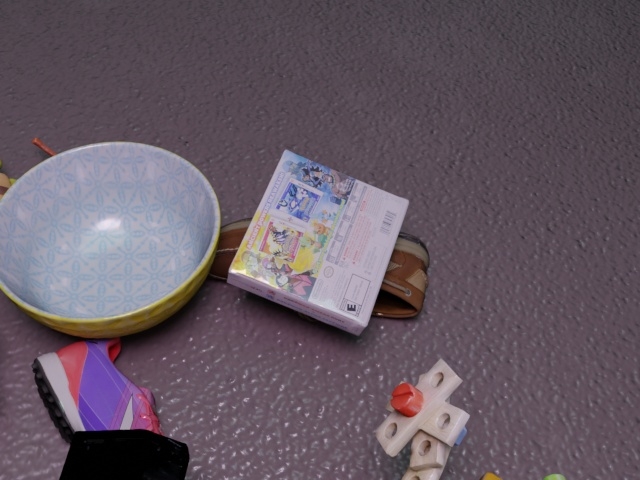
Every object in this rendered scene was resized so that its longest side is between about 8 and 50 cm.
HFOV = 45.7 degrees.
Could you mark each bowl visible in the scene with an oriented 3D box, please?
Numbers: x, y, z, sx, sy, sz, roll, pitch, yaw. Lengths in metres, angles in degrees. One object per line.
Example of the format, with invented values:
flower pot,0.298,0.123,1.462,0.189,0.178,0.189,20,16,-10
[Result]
bowl,-0.274,0.023,1.012,0.290,0.156,0.289,2,53,-3

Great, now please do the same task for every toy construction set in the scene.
toy construction set,0.165,0.280,0.764,0.328,0.215,0.151,43,22,-14

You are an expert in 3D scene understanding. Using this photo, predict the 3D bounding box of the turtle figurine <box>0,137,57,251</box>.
turtle figurine,-0.477,-0.053,1.079,0.270,0.087,0.217,8,50,-44

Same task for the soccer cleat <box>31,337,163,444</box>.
soccer cleat,-0.225,0.241,0.892,0.117,0.108,0.318,-24,57,-29

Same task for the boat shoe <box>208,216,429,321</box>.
boat shoe,-0.002,0.046,1.063,0.324,0.122,0.119,4,55,-4

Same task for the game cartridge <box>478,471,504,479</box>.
game cartridge,0.243,0.462,0.825,0.285,0.052,0.323,28,57,13

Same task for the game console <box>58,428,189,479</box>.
game console,-0.313,0.300,0.775,0.362,0.044,0.213,-6,51,21

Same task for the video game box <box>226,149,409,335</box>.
video game box,0.000,0.000,1.003,0.187,0.048,0.205,24,60,-3
